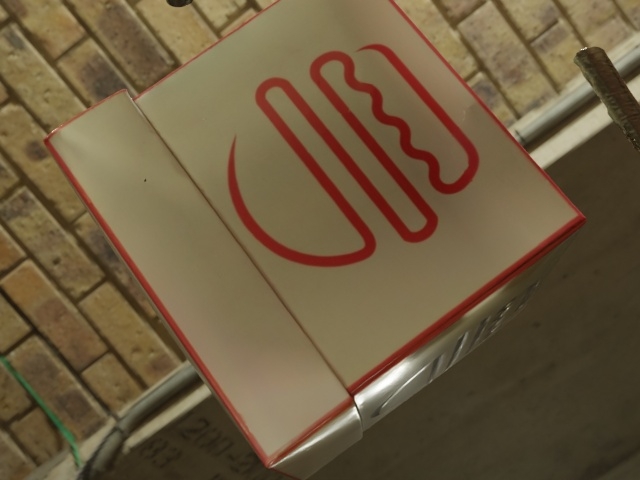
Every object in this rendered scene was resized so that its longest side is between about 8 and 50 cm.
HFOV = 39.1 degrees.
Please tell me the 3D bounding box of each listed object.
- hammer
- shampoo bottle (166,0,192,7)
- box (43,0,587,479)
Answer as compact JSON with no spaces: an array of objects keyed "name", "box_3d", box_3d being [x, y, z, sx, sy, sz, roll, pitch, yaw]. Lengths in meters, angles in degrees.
[{"name":"hammer","box_3d":[0.246,-0.046,0.629,0.297,0.125,0.027,-108,-157,-44]},{"name":"shampoo bottle","box_3d":[-0.149,-0.296,0.863,0.040,0.080,0.165,21,-30,16]},{"name":"box","box_3d":[0.000,0.000,0.805,0.312,0.300,0.314,52,-8,16]}]
